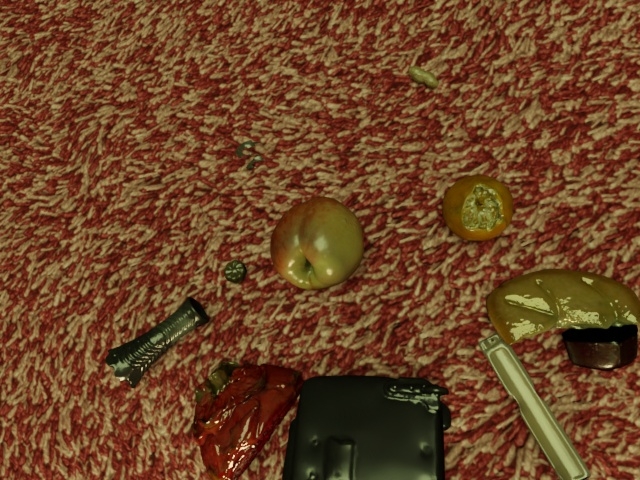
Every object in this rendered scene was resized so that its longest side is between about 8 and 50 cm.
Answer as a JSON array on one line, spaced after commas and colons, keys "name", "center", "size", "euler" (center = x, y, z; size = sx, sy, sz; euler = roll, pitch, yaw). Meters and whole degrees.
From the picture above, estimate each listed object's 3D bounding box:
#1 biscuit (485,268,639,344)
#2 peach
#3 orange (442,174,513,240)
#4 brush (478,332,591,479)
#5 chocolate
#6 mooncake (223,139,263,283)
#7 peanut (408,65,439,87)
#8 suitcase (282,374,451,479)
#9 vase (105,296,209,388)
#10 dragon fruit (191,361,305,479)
[{"name": "biscuit", "center": [0.510, 0.131, 1.035], "size": [0.299, 0.045, 0.154], "euler": [-12, 60, 12]}, {"name": "peach", "center": [0.000, 0.000, 1.111], "size": [0.232, 0.232, 0.233], "euler": [-2, 79, 10]}, {"name": "orange", "center": [0.350, -0.075, 1.079], "size": [0.154, 0.134, 0.155], "euler": [-4, 73, 14]}, {"name": "brush", "center": [0.447, 0.350, 1.029], "size": [0.060, 0.050, 0.321], "euler": [-30, 68, 6]}, {"name": "chocolate", "center": [0.591, 0.224, 0.994], "size": [0.148, 0.125, 0.080], "euler": [-12, 94, 4]}, {"name": "mooncake", "center": [-0.193, -0.071, 1.221], "size": [0.150, 0.057, 0.347], "euler": [-11, 84, -5]}, {"name": "peanut", "center": [0.258, -0.409, 1.208], "size": [0.083, 0.037, 0.037], "euler": [31, 86, 16]}, {"name": "suitcase", "center": [0.093, 0.452, 0.964], "size": [0.339, 0.188, 0.345], "euler": [-1, 62, 12]}, {"name": "vase", "center": [-0.388, 0.237, 1.172], "size": [0.237, 0.115, 0.115], "euler": [-38, 75, -3]}, {"name": "dragon fruit", "center": [-0.207, 0.387, 1.081], "size": [0.205, 0.152, 0.317], "euler": [34, 87, 16]}]
